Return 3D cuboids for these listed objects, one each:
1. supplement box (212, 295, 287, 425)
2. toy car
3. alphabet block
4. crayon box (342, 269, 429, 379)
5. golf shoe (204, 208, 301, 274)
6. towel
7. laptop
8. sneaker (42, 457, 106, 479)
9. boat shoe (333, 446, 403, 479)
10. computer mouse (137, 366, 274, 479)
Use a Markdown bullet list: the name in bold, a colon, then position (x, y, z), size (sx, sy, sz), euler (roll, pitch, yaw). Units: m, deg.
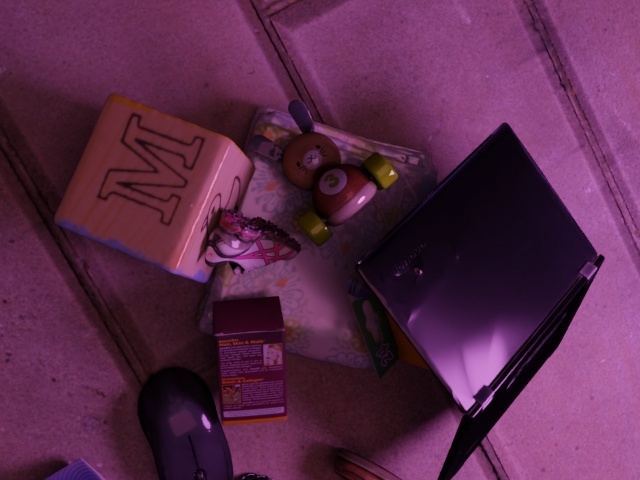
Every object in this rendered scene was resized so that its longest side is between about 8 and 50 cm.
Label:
- **supplement box**: position (-0.105, 0.183, 1.416), size (0.104, 0.080, 0.188), euler (-4, 125, -6)
- **toy car**: position (-0.007, -0.111, 1.384), size (0.155, 0.149, 0.188), euler (-42, 91, 0)
- **alphabet block**: position (-0.229, -0.068, 1.336), size (0.194, 0.192, 0.197), euler (22, 86, 8)
- **crayon box**: position (0.193, 0.058, 1.488), size (0.323, 0.083, 0.203), euler (-41, 126, -30)
- **golf shoe**: position (-0.101, 0.010, 1.364), size (0.186, 0.067, 0.086), euler (15, 110, -56)
- **towel**: position (0.000, 0.000, 1.502), size (0.321, 0.090, 0.374), euler (15, 88, -16)
- **laptop**: position (0.241, 0.109, 1.478), size (0.236, 0.407, 0.382), euler (36, 58, 21)
- **sneaker**: position (-0.346, 0.499, 1.376), size (0.315, 0.182, 0.127), euler (54, 32, 12)
- **boat shoe**: position (0.132, 0.458, 1.554), size (0.307, 0.111, 0.104), euler (37, 80, -16)
- **computer mouse**: position (-0.192, 0.328, 1.460), size (0.189, 0.072, 0.272), euler (-23, 100, -15)
